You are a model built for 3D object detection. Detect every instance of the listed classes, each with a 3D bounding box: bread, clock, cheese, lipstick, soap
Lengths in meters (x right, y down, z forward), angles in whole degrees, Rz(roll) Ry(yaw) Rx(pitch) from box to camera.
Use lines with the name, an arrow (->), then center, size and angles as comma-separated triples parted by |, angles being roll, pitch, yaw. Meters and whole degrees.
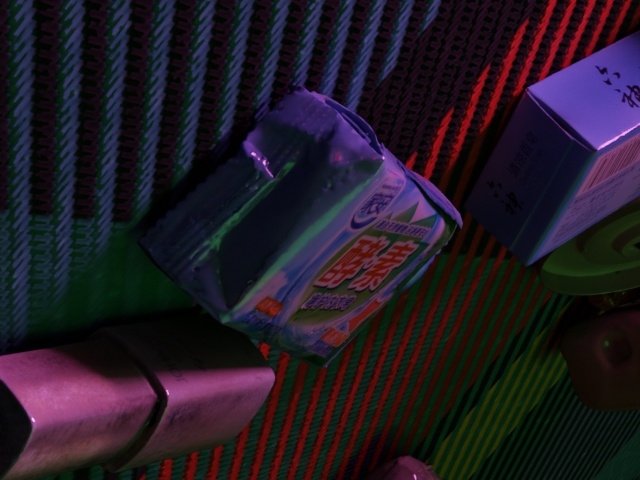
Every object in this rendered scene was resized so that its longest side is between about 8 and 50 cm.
bread -> 0.356, 0.047, 2.007 | 0.157, 0.044, 0.052 | -15, 145, -54
clock -> 0.321, -0.007, 1.699 | 0.235, 0.029, 0.235 | -14, 158, -6
cheese -> 0.395, 0.121, 2.024 | 0.218, 0.117, 0.235 | -17, -178, -36
lipstick -> -0.129, 0.099, 1.087 | 0.077, 0.079, 0.253 | -52, 160, 19
soap -> 0.000, 0.000, 1.150 | 0.156, 0.077, 0.293 | -46, 161, 4

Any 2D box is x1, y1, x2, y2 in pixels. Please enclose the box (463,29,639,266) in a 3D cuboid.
box -> 0.238, -0.089, 1.444 | 0.232, 0.083, 0.142 | -30, 156, -39

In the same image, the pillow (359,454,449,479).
pillow -> 0.055, 0.350, 1.903 | 0.255, 0.120, 0.322 | -45, 161, 0
